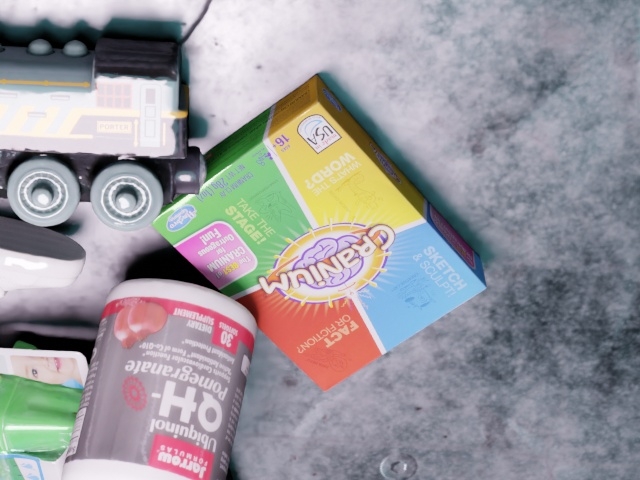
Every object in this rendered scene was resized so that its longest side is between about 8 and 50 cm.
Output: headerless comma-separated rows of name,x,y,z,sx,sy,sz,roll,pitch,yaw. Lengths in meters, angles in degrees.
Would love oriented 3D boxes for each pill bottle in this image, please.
pill bottle,-0.184,0.217,1.769,0.176,0.318,0.176,10,157,4

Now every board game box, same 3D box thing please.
board game box,0.000,0.000,1.821,0.242,0.064,0.316,-35,119,18

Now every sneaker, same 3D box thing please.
sneaker,-0.410,0.059,1.791,0.292,0.108,0.169,9,106,2

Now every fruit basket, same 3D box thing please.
fruit basket,-0.421,0.258,1.910,0.353,0.165,0.327,-3,126,4

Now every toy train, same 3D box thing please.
toy train,-0.285,-0.120,1.690,0.334,0.142,0.190,3,111,-3

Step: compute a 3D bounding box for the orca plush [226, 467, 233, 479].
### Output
orca plush,-0.137,0.258,1.965,0.102,0.151,0.287,-47,111,-12
